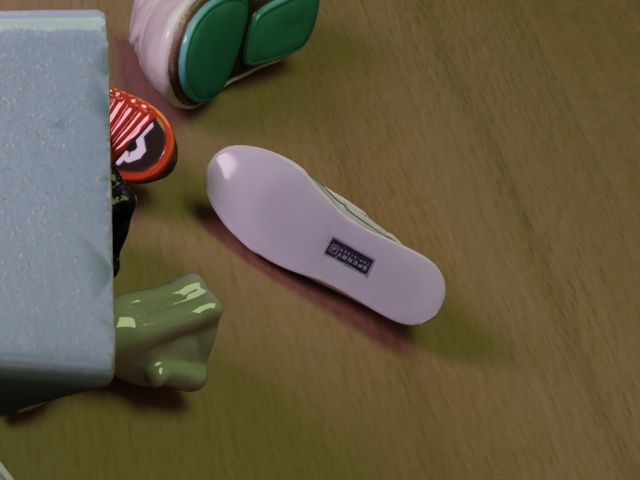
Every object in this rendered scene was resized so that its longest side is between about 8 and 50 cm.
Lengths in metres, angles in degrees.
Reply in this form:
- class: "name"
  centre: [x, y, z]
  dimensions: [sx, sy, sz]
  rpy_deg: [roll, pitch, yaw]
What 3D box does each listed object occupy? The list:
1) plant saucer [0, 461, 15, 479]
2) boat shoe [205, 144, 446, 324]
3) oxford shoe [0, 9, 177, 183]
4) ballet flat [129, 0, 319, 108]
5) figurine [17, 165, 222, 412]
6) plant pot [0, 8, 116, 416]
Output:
- class: "plant saucer"
  centre: [-0.275, 0.209, 1.053]
  dimensions: [0.400, 0.100, 0.400]
  rpy_deg: [23, 50, -30]
- class: "boat shoe"
  centre: [0.000, 0.000, 1.900]
  dimensions: [0.258, 0.095, 0.084]
  rpy_deg: [37, -2, -4]
- class: "oxford shoe"
  centre: [-0.252, -0.128, 1.824]
  dimensions: [0.271, 0.097, 0.098]
  rpy_deg: [33, -5, 7]
- class: "ballet flat"
  centre: [-0.125, -0.225, 2.090]
  dimensions: [0.139, 0.139, 0.400]
  rpy_deg: [39, 22, 7]
- class: "figurine"
  centre: [-0.211, 0.044, 1.579]
  dimensions: [0.209, 0.092, 0.215]
  rpy_deg: [-11, 51, -45]
- class: "plant pot"
  centre: [-0.298, -0.014, 1.321]
  dimensions: [0.252, 0.248, 0.247]
  rpy_deg: [2, 79, -27]
